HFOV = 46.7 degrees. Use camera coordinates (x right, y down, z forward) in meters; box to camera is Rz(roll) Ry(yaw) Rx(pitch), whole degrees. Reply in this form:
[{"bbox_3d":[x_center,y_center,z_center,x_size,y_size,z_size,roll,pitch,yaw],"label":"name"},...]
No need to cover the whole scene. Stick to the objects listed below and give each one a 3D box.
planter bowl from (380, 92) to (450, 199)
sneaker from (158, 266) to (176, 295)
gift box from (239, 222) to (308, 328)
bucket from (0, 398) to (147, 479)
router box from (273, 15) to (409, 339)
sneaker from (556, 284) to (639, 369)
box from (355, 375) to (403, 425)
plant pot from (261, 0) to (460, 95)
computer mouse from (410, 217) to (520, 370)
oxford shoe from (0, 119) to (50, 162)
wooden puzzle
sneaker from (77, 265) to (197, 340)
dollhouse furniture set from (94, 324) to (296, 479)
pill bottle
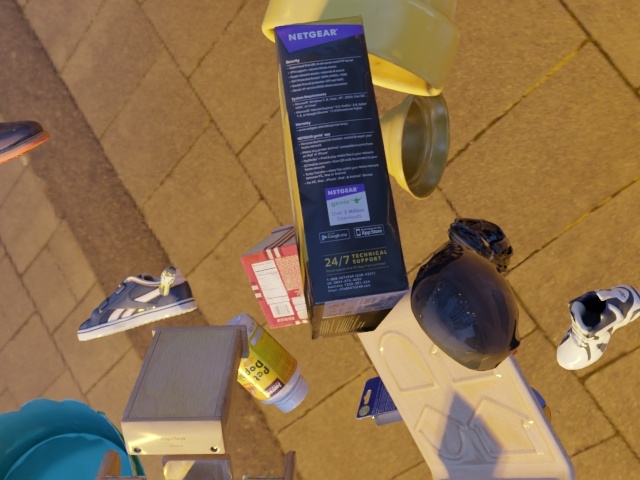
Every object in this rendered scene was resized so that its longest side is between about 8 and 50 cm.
[{"bbox_3d":[0.165,-0.191,1.422,0.090,0.217,0.217,9,106,32],"label":"planter bowl"},{"bbox_3d":[-0.351,0.088,1.705,0.031,0.035,0.083,28,123,-2],"label":"sneaker"},{"bbox_3d":[-0.033,0.091,2.009,0.255,0.258,0.276,-9,109,30],"label":"gift box"},{"bbox_3d":[-0.389,0.384,1.081,0.281,0.281,0.183,48,163,17],"label":"bucket"},{"bbox_3d":[0.012,-0.037,0.744,0.081,0.309,0.242,-8,77,-3],"label":"router box"},{"bbox_3d":[0.537,0.178,1.520,0.235,0.153,0.094,-51,45,37],"label":"sneaker"},{"bbox_3d":[0.192,0.325,1.586,0.225,0.136,0.036,-18,113,24],"label":"box"},{"bbox_3d":[0.078,-0.343,0.964,0.254,0.254,0.238,22,96,30],"label":"plant pot"},{"bbox_3d":[0.108,0.017,0.478,0.071,0.242,0.041,43,112,2],"label":"computer mouse"},{"bbox_3d":[-0.512,-0.147,1.020,0.272,0.097,0.098,-7,111,5],"label":"oxford shoe"},{"bbox_3d":[0.221,0.227,1.168,0.322,0.081,0.347,-31,82,57],"label":"wooden puzzle"},{"bbox_3d":[-0.471,0.157,1.862,0.321,0.126,0.127,-18,87,10],"label":"sneaker"},{"bbox_3d":[-0.133,0.238,0.827,0.212,0.161,0.242,-1,118,3],"label":"dollhouse furniture set"},{"bbox_3d":[-0.124,0.263,1.566,0.215,0.117,0.117,46,127,-14],"label":"pill bottle"}]
